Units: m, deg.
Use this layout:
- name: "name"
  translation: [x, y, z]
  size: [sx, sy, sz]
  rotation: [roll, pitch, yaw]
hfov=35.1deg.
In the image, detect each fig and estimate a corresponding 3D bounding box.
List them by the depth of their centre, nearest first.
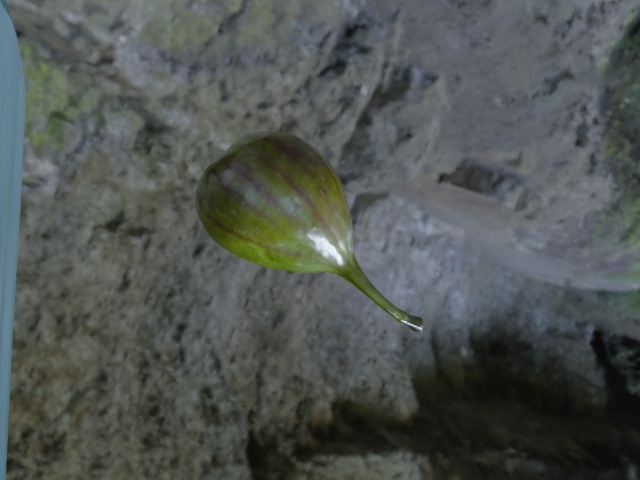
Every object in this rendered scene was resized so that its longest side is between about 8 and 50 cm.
- name: "fig"
  translation: [0.003, -0.014, 0.650]
  size: [0.166, 0.093, 0.093]
  rotation: [21, 172, 5]

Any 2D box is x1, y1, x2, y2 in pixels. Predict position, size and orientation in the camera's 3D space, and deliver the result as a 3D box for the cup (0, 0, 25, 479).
- name: "cup"
  translation: [-0.282, 0.079, 0.326]
  size: [0.310, 0.401, 0.392]
  rotation: [40, -156, -45]
